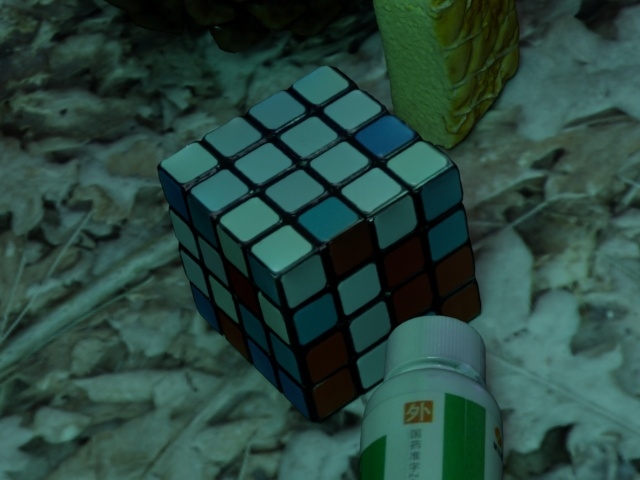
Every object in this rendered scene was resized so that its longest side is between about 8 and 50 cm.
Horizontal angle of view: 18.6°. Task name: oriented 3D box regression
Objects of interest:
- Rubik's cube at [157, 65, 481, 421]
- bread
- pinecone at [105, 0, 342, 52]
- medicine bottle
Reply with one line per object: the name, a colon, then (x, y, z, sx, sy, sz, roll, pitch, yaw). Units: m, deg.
Rubik's cube: (0.000, 0.000, 1.353, 0.155, 0.151, 0.154, -34, 47, -19)
bread: (0.097, -0.174, 1.474, 0.068, 0.188, 0.125, 15, 53, 24)
pinecone: (-0.076, -0.370, 1.571, 0.397, 0.398, 0.398, -6, 45, 6)
medicine bottle: (0.068, 0.165, 1.216, 0.095, 0.095, 0.260, -2, 47, 10)
